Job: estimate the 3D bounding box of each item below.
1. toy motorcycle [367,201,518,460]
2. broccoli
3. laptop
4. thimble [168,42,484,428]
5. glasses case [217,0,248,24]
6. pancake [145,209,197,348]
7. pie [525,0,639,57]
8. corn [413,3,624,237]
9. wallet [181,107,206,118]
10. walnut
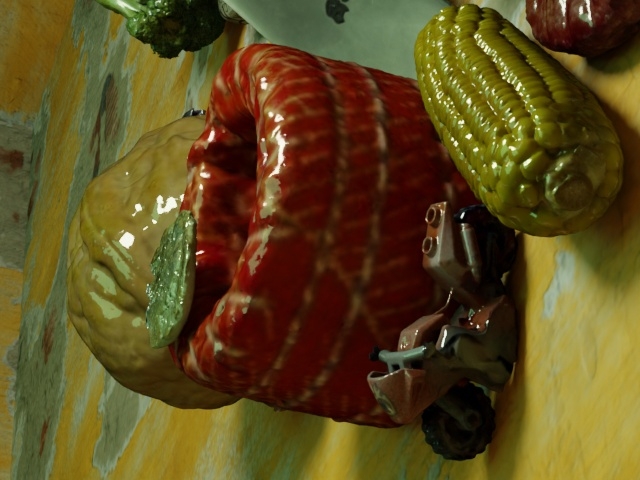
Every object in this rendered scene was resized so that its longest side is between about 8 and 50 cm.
[{"bbox_3d":[0.100,0.068,1.466,0.084,0.118,0.212,-14,65,61],"label":"toy motorcycle"},{"bbox_3d":[-0.242,-0.420,2.614,0.321,0.283,0.304,-77,-16,-60],"label":"broccoli"},{"bbox_3d":[0.019,-0.231,1.784,0.015,0.269,0.187,-36,-17,-42],"label":"laptop"},{"bbox_3d":[0.000,0.000,1.655,0.350,0.230,0.350,-167,90,-72],"label":"thimble"},{"bbox_3d":[-0.086,-0.468,2.487,0.137,0.085,0.354,144,135,-65],"label":"glasses case"},{"bbox_3d":[-0.134,0.032,1.633,0.116,0.022,0.129,130,148,-49],"label":"pancake"},{"bbox_3d":[0.221,-0.242,1.395,0.219,0.054,0.204,164,117,-69],"label":"pie"},{"bbox_3d":[0.148,-0.101,1.435,0.363,0.120,0.120,-112,37,-67],"label":"corn"},{"bbox_3d":[-0.208,-0.116,2.753,0.111,0.030,0.166,169,113,-77],"label":"wallet"},{"bbox_3d":[-0.135,0.028,1.988,0.344,0.306,0.306,-126,49,-59],"label":"walnut"}]
